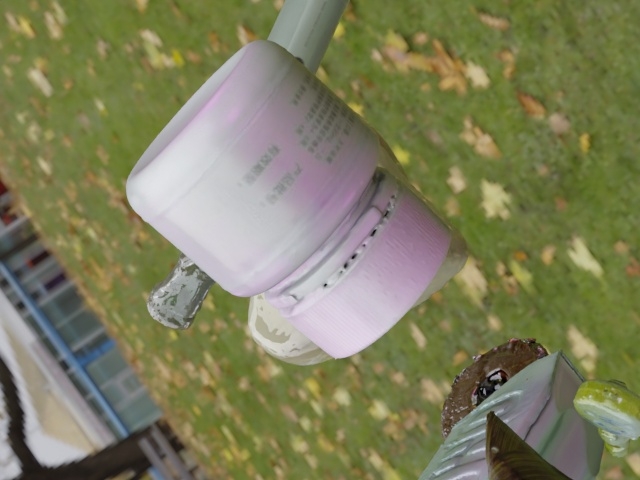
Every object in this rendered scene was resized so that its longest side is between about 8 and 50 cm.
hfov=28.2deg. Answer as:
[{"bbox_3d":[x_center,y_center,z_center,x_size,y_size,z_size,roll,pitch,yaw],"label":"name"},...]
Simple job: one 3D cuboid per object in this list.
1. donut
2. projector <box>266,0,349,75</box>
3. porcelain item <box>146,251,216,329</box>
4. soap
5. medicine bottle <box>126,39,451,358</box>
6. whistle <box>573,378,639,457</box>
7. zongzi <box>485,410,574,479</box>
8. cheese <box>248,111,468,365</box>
[{"bbox_3d":[0.338,0.301,2.375,0.103,0.269,0.270,42,178,-22],"label":"donut"},{"bbox_3d":[-0.054,-0.316,2.226,0.108,0.337,0.108,22,166,6],"label":"projector"},{"bbox_3d":[-0.177,0.039,1.877,0.081,0.215,0.069,26,-142,-17],"label":"porcelain item"},{"bbox_3d":[0.267,0.368,1.906,0.156,0.446,0.261,49,137,-5],"label":"soap"},{"bbox_3d":[-0.033,-0.043,1.477,0.325,0.256,0.256,41,177,-14],"label":"medicine bottle"},{"bbox_3d":[0.410,0.247,1.768,0.104,0.057,0.198,20,160,27],"label":"whistle"},{"bbox_3d":[0.282,0.288,1.485,0.248,0.111,0.241,-36,59,53],"label":"zongzi"},{"bbox_3d":[0.000,0.000,1.867,0.351,0.328,0.129,53,-168,27],"label":"cheese"}]
